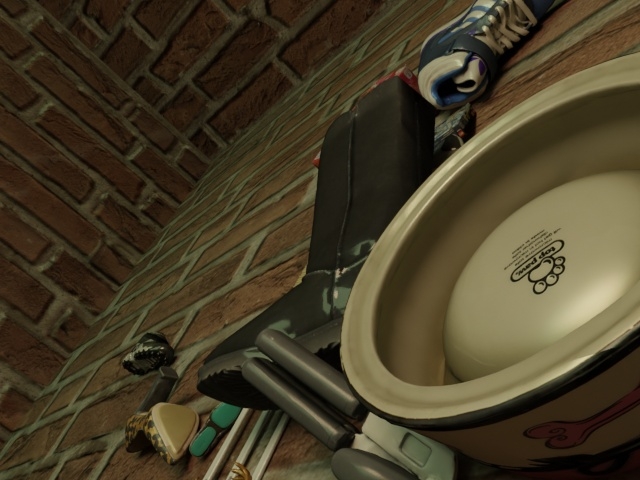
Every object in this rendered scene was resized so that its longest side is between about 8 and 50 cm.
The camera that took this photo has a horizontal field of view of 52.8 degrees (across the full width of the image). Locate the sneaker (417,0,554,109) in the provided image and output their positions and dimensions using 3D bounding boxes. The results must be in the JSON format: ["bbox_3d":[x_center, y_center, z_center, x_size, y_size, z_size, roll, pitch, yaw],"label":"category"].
[{"bbox_3d":[0.326,-0.370,1.217,0.322,0.130,0.236,-31,34,30],"label":"sneaker"}]

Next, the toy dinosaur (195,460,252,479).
[{"bbox_3d":[-0.095,0.327,0.767,0.211,0.064,0.112,3,18,16],"label":"toy dinosaur"}]

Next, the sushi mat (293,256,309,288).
[{"bbox_3d":[0.049,0.030,1.121,0.316,0.019,0.151,-19,42,55],"label":"sushi mat"}]

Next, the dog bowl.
[{"bbox_3d":[0.212,0.026,0.582,0.408,0.150,0.408,-40,20,18],"label":"dog bowl"}]

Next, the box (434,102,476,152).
[{"bbox_3d":[0.226,-0.192,1.153,0.094,0.027,0.137,-35,10,32],"label":"box"}]

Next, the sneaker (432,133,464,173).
[{"bbox_3d":[0.177,-0.113,1.077,0.228,0.086,0.132,-3,41,51],"label":"sneaker"}]

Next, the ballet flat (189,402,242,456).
[{"bbox_3d":[-0.169,0.301,1.050,0.114,0.041,0.041,-49,18,-8],"label":"ballet flat"}]

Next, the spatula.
[{"bbox_3d":[-0.086,0.268,0.966,0.168,0.019,0.242,-17,35,47],"label":"spatula"}]

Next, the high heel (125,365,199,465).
[{"bbox_3d":[-0.299,0.371,1.165,0.186,0.093,0.261,-62,24,11],"label":"high heel"}]

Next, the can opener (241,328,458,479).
[{"bbox_3d":[0.011,0.177,0.656,0.283,0.095,0.076,28,92,38],"label":"can opener"}]

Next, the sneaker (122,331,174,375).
[{"bbox_3d":[-0.416,0.267,1.604,0.234,0.078,0.106,-27,29,51],"label":"sneaker"}]

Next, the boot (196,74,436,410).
[{"bbox_3d":[0.002,0.000,0.951,0.367,0.146,0.445,-21,47,30],"label":"boot"}]

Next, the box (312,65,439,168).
[{"bbox_3d":[0.118,-0.223,1.345,0.257,0.122,0.128,-53,20,-19],"label":"box"}]
